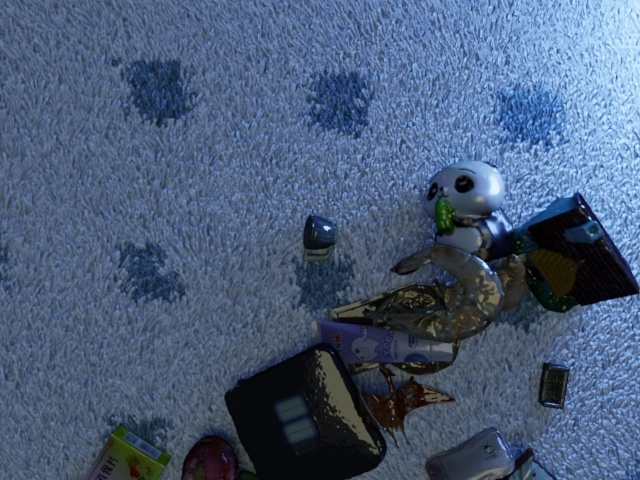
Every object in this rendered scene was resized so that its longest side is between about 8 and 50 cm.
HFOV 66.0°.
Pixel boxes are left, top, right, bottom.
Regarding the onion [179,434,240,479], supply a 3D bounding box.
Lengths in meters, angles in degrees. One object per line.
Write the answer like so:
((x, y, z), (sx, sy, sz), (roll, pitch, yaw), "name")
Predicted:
((-0.288, 0.628, 1.344), (0.147, 0.184, 0.183), (23, 95, -42), "onion")

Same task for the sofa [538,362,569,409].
((0.642, 0.399, 1.357), (0.060, 0.039, 0.117), (7, 93, 1), "sofa")

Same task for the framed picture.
((0.175, 0.246, 1.369), (0.253, 0.014, 0.196), (-19, 93, 2), "framed picture")

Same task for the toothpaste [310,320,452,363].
((0.158, 0.277, 1.310), (0.372, 0.080, 0.125), (0, 96, 13), "toothpaste")

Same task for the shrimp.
((0.264, 0.138, 1.218), (0.361, 0.085, 0.246), (-14, 91, 28), "shrimp")

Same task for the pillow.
((0.408, 0.614, 1.346), (0.233, 0.130, 0.038), (-30, 136, 5), "pillow")

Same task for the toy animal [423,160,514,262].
((0.371, -0.066, 1.248), (0.213, 0.212, 0.266), (-20, 94, 2), "toy animal")

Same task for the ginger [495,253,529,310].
((0.480, 0.120, 1.276), (0.137, 0.213, 0.074), (-44, 59, -6), "ginger")

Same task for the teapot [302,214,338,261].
((0.000, -0.008, 1.335), (0.091, 0.124, 0.092), (8, 52, -14), "teapot")

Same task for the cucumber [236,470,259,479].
((-0.235, 0.766, 1.380), (0.115, 0.063, 0.243), (21, 92, -36), "cucumber")

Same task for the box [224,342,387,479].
((-0.046, 0.484, 1.307), (0.359, 0.091, 0.350), (-29, 85, 15), "box")

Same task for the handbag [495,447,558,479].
((0.562, 0.702, 1.333), (0.235, 0.127, 0.213), (44, 91, -4), "handbag")

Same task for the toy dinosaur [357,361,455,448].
((0.220, 0.425, 1.269), (0.327, 0.113, 0.206), (35, 52, -32), "toy dinosaur")

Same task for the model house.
((0.645, 0.051, 1.231), (0.230, 0.249, 0.280), (-37, 92, 4), "model house")

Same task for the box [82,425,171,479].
((-0.567, 0.681, 1.387), (0.175, 0.062, 0.260), (32, 94, -1), "box")

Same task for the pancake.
((0.263, 0.245, 1.343), (0.250, 0.031, 0.249), (0, 93, 4), "pancake")
